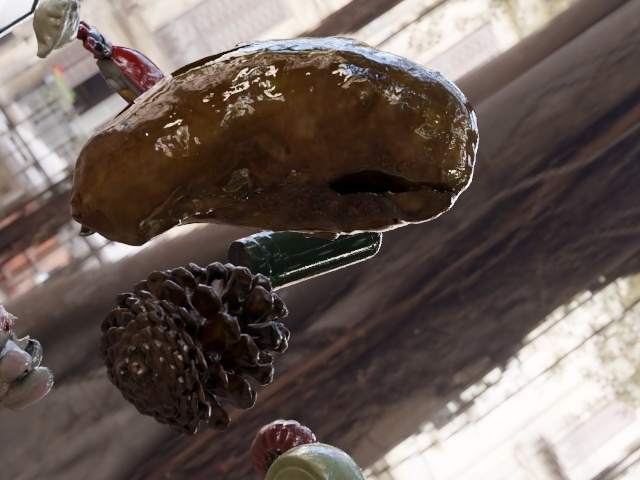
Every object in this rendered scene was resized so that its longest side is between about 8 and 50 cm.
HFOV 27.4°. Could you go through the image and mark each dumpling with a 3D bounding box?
[{"bbox_3d":[-0.269,-0.229,1.368,0.057,0.076,0.052,5,-55,44],"label":"dumpling"}]

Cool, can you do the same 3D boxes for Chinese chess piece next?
[{"bbox_3d":[-0.003,0.292,1.422,0.144,0.058,0.144,11,-75,46],"label":"Chinese chess piece"}]

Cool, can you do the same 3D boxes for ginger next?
[{"bbox_3d":[-0.036,-0.077,1.045,0.172,0.321,0.165,-92,172,-47],"label":"ginger"}]

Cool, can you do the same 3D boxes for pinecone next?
[{"bbox_3d":[-0.160,0.136,1.845,0.246,0.292,0.246,16,-61,31],"label":"pinecone"}]

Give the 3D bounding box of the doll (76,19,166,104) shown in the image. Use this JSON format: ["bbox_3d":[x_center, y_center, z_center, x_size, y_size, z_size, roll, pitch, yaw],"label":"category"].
[{"bbox_3d":[-0.225,-0.200,1.534,0.169,0.057,0.109,47,5,-21],"label":"doll"}]

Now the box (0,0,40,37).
[{"bbox_3d":[-0.485,-0.405,1.885,0.117,0.225,0.225,34,-53,3],"label":"box"}]

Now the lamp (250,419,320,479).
[{"bbox_3d":[-0.051,0.318,1.947,0.107,0.107,0.092,57,23,-11],"label":"lamp"}]

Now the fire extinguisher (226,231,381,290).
[{"bbox_3d":[0.000,0.000,2.107,0.114,0.311,0.095,52,-37,32],"label":"fire extinguisher"}]

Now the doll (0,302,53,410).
[{"bbox_3d":[-0.386,0.115,1.494,0.192,0.095,0.149,56,-5,-30],"label":"doll"}]

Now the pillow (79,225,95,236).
[{"bbox_3d":[-0.329,-0.082,2.078,0.055,0.141,0.208,45,7,-21],"label":"pillow"}]
